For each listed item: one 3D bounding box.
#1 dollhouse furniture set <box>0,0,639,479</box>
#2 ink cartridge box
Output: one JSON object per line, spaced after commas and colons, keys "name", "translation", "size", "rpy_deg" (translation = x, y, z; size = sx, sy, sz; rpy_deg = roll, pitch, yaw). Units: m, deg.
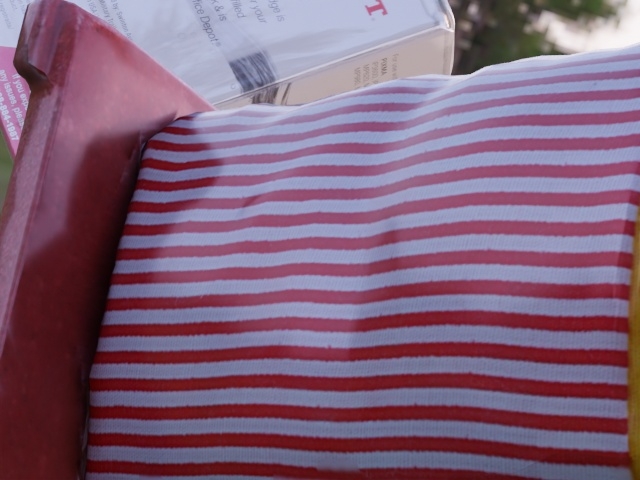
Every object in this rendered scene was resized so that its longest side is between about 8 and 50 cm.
{"name": "dollhouse furniture set", "translation": [0.032, 0.139, 0.329], "size": [0.201, 0.374, 0.152], "rpy_deg": [-7, -26, 36]}
{"name": "ink cartridge box", "translation": [-0.062, -0.108, 0.946], "size": [0.092, 0.218, 0.158], "rpy_deg": [84, -16, -62]}
